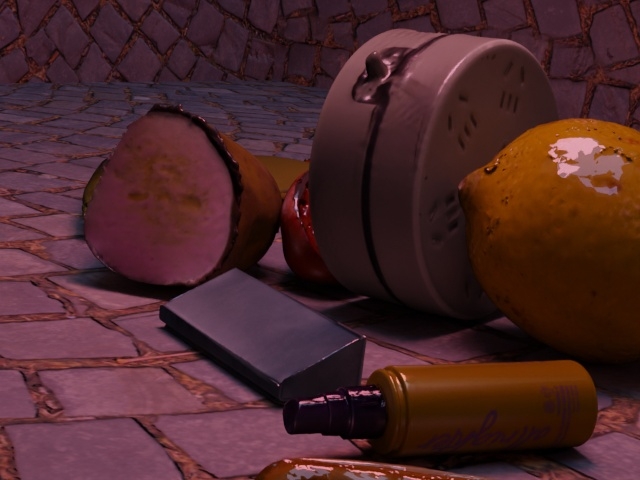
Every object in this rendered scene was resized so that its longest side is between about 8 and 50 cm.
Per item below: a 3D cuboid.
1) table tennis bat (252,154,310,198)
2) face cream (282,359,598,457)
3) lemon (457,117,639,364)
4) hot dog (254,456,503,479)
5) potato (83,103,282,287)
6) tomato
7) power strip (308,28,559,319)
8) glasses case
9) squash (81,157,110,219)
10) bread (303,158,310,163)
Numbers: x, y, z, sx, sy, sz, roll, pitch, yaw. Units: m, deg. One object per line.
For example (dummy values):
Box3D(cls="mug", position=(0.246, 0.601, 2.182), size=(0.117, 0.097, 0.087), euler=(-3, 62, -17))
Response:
Box3D(cls="table tennis bat", position=(-0.091, -0.087, 2.076), size=(0.224, 0.054, 0.369), euler=(5, 16, 2))
Box3D(cls="face cream", position=(0.101, 0.143, 1.082), size=(0.273, 0.078, 0.078), euler=(1, 13, -22))
Box3D(cls="lemon", position=(0.293, -0.001, 1.383), size=(0.310, 0.258, 0.258), euler=(28, 11, -4))
Box3D(cls="hot dog", position=(0.053, 0.195, 0.816), size=(0.249, 0.102, 0.076), euler=(6, -29, -9))
Box3D(cls="potato", position=(-0.155, -0.044, 1.617), size=(0.229, 0.229, 0.266), euler=(9, -3, 16))
Box3D(cls="tomato", position=(-0.006, -0.005, 1.628), size=(0.082, 0.166, 0.174), euler=(-33, -11, 27))
Box3D(cls="power strip", position=(0.141, -0.087, 1.518), size=(0.161, 0.358, 0.357), euler=(12, 14, 37))
Box3D(cls="glasses case", position=(-0.061, 0.104, 1.295), size=(0.105, 0.056, 0.266), euler=(-28, 26, -23))
Box3D(cls="squash", position=(-0.302, -0.072, 1.883), size=(0.094, 0.095, 0.341), euler=(4, 11, -5))
Box3D(cls="bread", position=(0.075, -0.105, 2.221), size=(0.139, 0.095, 0.269), euler=(13, -4, -25))
